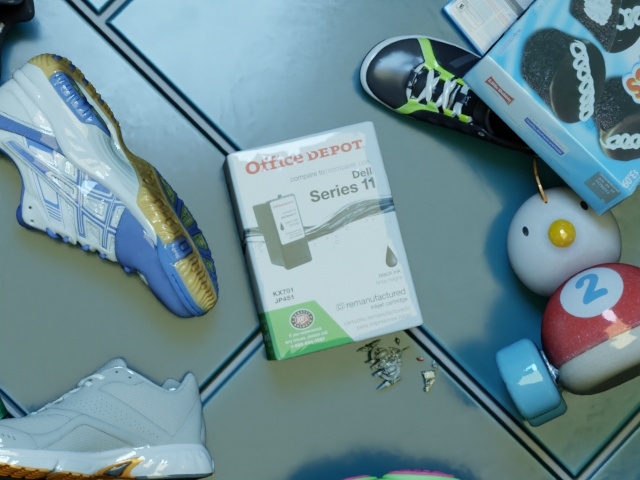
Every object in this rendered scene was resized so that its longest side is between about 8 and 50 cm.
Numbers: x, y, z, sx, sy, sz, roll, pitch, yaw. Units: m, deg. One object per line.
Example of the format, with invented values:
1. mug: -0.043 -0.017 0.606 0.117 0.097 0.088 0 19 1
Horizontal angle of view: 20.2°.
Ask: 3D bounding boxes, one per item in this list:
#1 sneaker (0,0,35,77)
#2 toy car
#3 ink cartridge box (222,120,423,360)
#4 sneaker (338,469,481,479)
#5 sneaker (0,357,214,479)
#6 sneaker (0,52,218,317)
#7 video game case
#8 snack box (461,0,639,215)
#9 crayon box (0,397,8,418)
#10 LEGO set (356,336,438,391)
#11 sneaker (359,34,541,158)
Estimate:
1. sneaker: -0.378 -0.150 1.694 0.130 0.109 0.286 29 86 22
2. toy car: 0.247 0.026 1.731 0.219 0.210 0.238 -27 77 5
3. ink cartridge box: 0.000 0.000 1.752 0.153 0.087 0.208 -14 88 -7
4. sneaker: -0.012 0.344 1.682 0.483 0.185 0.202 -18 76 4
5. sneaker: -0.227 0.171 1.701 0.262 0.099 0.121 6 72 -33
6. sneaker: -0.219 -0.033 1.737 0.131 0.112 0.296 -37 87 9
7. video game case: 0.223 -0.242 1.822 0.166 0.015 0.119 -40 91 -6
8. snack box: 0.297 -0.194 1.739 0.187 0.060 0.322 44 57 -3
9. crayon box: -0.459 0.156 1.702 0.278 0.081 0.165 -26 90 -7
10. LEGO set: 0.078 0.123 1.785 0.083 0.023 0.054 3 87 -5
11. sneaker: 0.153 -0.143 1.759 0.235 0.097 0.084 18 96 0
